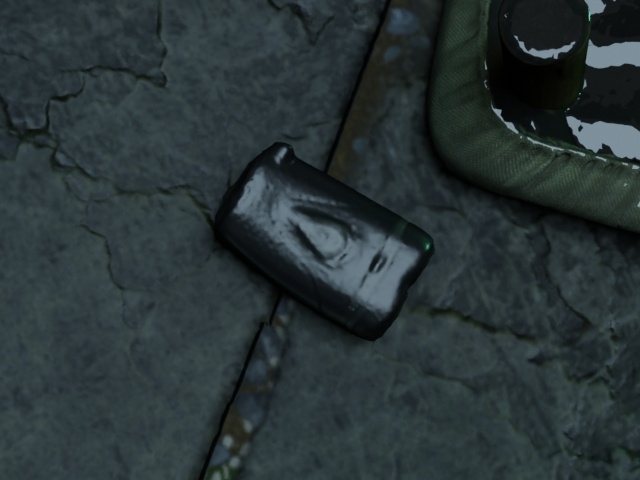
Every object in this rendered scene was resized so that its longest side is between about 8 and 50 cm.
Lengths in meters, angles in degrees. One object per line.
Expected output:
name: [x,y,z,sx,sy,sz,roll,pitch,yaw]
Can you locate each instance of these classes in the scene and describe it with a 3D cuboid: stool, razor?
stool: [0.253,-0.174,1.073,0.310,0.226,0.310,14,77,-1]
razor: [0.000,0.000,1.085,0.148,0.054,0.090,33,75,-4]
